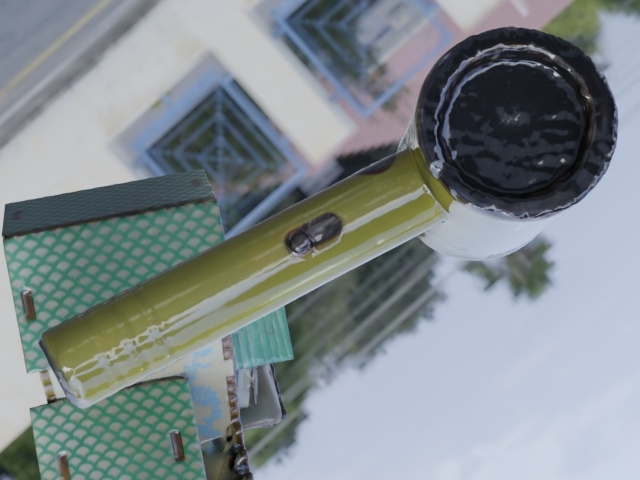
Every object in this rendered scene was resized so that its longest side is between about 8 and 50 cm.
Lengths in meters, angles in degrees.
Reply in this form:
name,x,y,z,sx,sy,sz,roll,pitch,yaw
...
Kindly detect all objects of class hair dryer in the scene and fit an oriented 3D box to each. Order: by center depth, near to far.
name,x,y,z,sx,sy,sz,roll,pitch,yaw
hair dryer,0.000,0.000,0.755,0.278,0.090,0.135,-27,174,-8

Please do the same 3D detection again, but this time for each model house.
name,x,y,z,sx,sy,sz,roll,pitch,yaw
model house,-0.112,0.047,1.015,0.178,0.271,0.206,-9,140,-4
